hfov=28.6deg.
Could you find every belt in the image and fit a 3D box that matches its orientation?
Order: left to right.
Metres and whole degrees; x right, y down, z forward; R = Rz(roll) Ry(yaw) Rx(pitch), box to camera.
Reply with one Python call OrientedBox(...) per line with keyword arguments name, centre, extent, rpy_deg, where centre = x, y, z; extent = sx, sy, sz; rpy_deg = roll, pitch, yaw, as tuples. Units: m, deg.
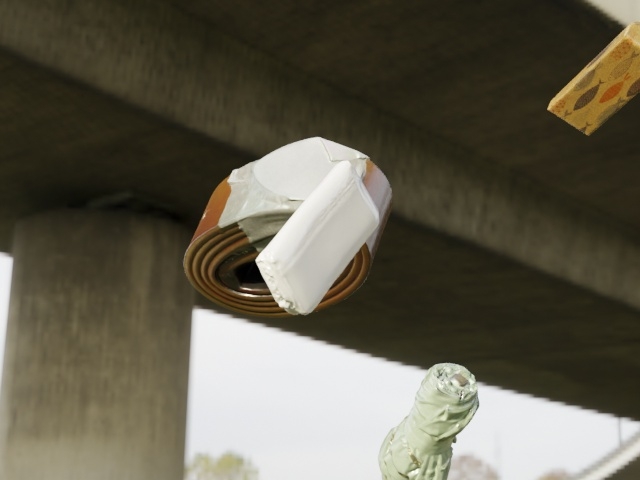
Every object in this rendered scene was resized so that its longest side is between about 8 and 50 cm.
OrientedBox(name="belt", centre=(-0.045, -0.012, 1.752), extent=(0.217, 0.122, 0.338), rpy_deg=(39, -40, -23))

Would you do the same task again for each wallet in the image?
OrientedBox(name="wallet", centre=(0.000, 0.000, 1.394), extent=(0.033, 0.190, 0.095), rpy_deg=(-6, -53, 42))

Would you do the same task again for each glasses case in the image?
OrientedBox(name="glasses case", centre=(0.345, -0.193, 1.494), extent=(0.064, 0.041, 0.170), rpy_deg=(32, -33, -6))

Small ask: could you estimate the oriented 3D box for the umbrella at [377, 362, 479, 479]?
OrientedBox(name="umbrella", centre=(0.084, 0.157, 0.981), extent=(0.062, 0.067, 0.143), rpy_deg=(1, -54, -27))
